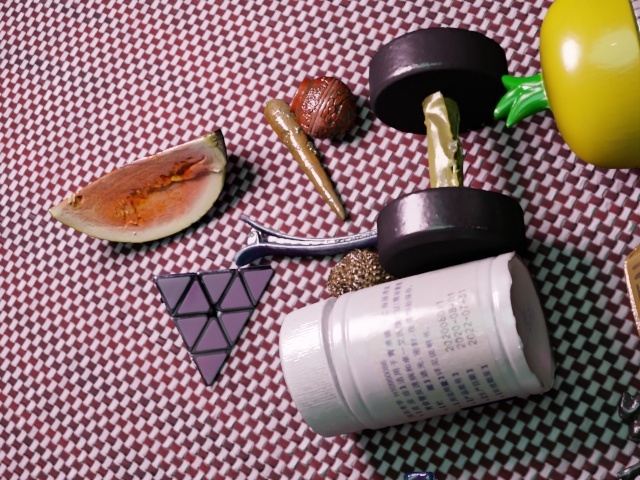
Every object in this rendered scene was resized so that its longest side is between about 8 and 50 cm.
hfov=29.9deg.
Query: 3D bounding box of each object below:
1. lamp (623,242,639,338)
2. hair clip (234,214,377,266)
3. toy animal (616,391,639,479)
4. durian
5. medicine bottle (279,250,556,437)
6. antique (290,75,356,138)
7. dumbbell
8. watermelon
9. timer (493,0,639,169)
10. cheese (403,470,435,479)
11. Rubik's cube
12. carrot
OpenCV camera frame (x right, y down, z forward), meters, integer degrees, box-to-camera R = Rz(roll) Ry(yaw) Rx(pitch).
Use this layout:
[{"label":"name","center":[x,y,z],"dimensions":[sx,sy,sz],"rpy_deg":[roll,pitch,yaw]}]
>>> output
[{"label":"lamp","center":[0.467,0.080,1.486],"dimensions":[0.161,0.161,0.185],"rpy_deg":[-19,66,18]},{"label":"hair clip","center":[0.000,0.000,1.811],"dimensions":[0.275,0.048,0.083],"rpy_deg":[0,66,22]},{"label":"toy animal","center":[0.461,0.261,1.458],"dimensions":[0.233,0.084,0.148],"rpy_deg":[20,79,34]},{"label":"durian","center":[0.051,0.076,1.739],"dimensions":[0.111,0.071,0.140],"rpy_deg":[-1,75,26]},{"label":"medicine bottle","center":[0.127,0.144,1.603],"dimensions":[0.332,0.190,0.189],"rpy_deg":[-15,65,21]},{"label":"antique","center":[0.008,-0.205,1.852],"dimensions":[0.104,0.104,0.104],"rpy_deg":[-9,67,23]},{"label":"dumbbell","center":[0.174,-0.115,1.674],"dimensions":[0.204,0.204,0.322],"rpy_deg":[-11,65,22]},{"label":"watermelon","center":[-0.260,-0.070,1.917],"dimensions":[0.304,0.159,0.128],"rpy_deg":[-22,92,15]},{"label":"timer","center":[0.358,-0.213,1.581],"dimensions":[0.285,0.285,0.285],"rpy_deg":[-9,67,23]},{"label":"cheese","center":[0.132,0.381,1.597],"dimensions":[0.095,0.038,0.145],"rpy_deg":[-7,69,23]},{"label":"Rubik's cube","center":[-0.143,0.106,1.838],"dimensions":[0.178,0.211,0.190],"rpy_deg":[-23,94,-6]},{"label":"carrot","center":[-0.021,-0.129,1.870],"dimensions":[0.049,0.049,0.254],"rpy_deg":[-35,64,10]}]
